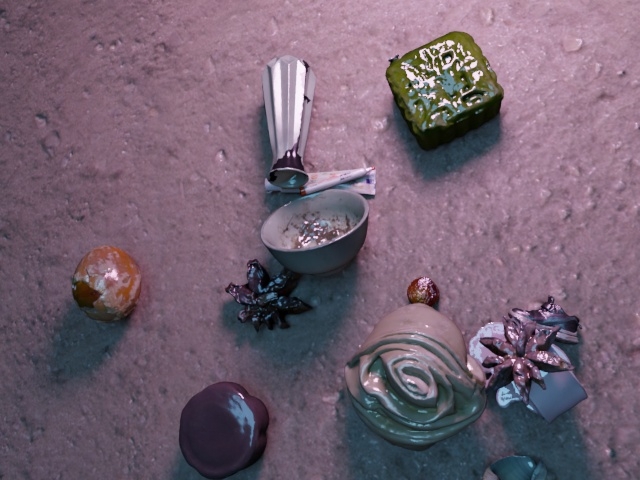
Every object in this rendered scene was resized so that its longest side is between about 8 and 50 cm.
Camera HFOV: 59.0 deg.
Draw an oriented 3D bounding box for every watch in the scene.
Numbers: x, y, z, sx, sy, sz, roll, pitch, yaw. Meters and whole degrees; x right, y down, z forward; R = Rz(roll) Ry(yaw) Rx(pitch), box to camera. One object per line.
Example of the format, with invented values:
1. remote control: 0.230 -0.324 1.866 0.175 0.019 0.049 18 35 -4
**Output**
1. watch: 0.448 0.284 1.258 0.196 0.231 0.244 -38 73 8

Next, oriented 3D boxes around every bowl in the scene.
1. bowl: 0.000 0.000 1.476 0.289 0.146 0.289 -13 31 8

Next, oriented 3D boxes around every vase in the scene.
1. vase: -0.088 -0.332 1.579 0.164 0.165 0.361 -7 69 15

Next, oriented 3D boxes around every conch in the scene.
1. conch: 0.446 0.584 1.244 0.172 0.200 0.131 5 118 31

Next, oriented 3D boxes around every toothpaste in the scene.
1. toothpaste: -0.002 -0.164 1.590 0.314 0.056 0.058 0 121 12

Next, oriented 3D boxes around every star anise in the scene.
1. star anise: 0.403 0.236 1.130 0.195 0.065 0.183 4 60 33
2. star anise: -0.143 0.144 1.536 0.220 0.099 0.214 -31 80 8

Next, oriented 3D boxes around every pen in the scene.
1. pen: 0.046 -0.165 1.548 0.218 0.026 0.026 -17 73 1

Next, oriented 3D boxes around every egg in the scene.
1. egg: -0.615 0.123 1.631 0.194 0.195 0.234 -16 74 13

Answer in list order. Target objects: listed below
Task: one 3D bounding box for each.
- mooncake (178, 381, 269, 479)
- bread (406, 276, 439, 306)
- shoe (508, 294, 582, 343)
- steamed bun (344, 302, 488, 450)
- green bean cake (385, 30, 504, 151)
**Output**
1. mooncake: -0.247 0.489 1.467 0.244 0.133 0.245 -4 77 15
2. bread: 0.261 0.134 1.440 0.084 0.053 0.085 -4 76 16
3. shoe: 0.537 0.178 1.343 0.169 0.071 0.100 20 81 16
4. steamed bun: 0.195 0.324 1.302 0.324 0.219 0.310 -41 70 23
5. green bean cake: 0.324 -0.397 1.491 0.249 0.156 0.247 -25 73 9
